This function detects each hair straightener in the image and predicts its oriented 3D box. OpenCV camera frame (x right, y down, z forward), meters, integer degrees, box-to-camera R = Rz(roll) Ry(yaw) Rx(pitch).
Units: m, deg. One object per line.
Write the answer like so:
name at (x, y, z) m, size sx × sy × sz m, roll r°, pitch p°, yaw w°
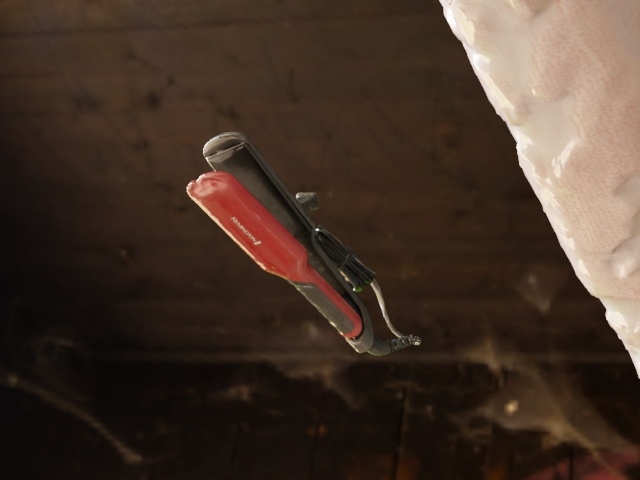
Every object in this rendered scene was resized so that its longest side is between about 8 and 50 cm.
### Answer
hair straightener at (0.000, 0.000, 1.020) m, size 0.047 × 0.089 × 0.230 m, roll -25°, pitch -54°, yaw 36°

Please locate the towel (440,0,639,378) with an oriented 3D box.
towel at (0.123, -0.159, 0.444) m, size 0.053 × 0.317 × 0.332 m, roll 5°, pitch -37°, yaw 40°
